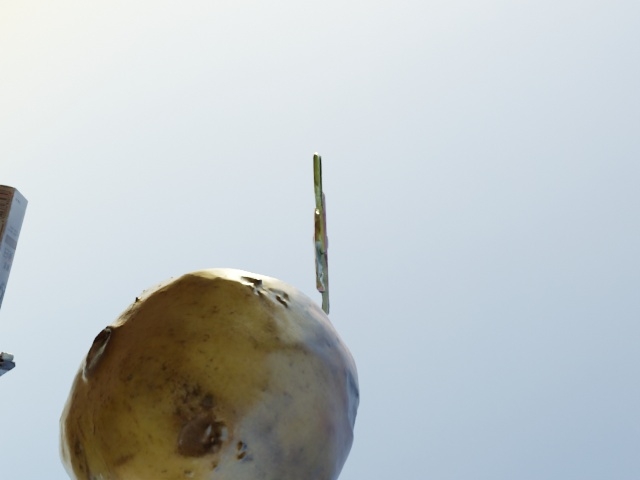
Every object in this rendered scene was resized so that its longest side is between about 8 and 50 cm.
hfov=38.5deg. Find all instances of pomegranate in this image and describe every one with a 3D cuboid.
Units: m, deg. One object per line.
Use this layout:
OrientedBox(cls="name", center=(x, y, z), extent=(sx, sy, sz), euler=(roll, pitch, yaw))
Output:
OrientedBox(cls="pomegranate", center=(-0.103, 0.161, 0.849), extent=(0.281, 0.281, 0.281), euler=(-35, -153, 21))

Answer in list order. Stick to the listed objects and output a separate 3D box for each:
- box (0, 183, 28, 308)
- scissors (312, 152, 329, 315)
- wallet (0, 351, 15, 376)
OrientedBox(cls="box", center=(-0.407, 0.041, 1.115), extent=(0.055, 0.039, 0.218), euler=(93, 6, -76))
OrientedBox(cls="scissors", center=(0.000, 0.000, 1.092), extent=(0.019, 0.134, 0.187), euler=(-4, -128, 1))
OrientedBox(cls="wallet", center=(-0.350, 0.127, 0.757), extent=(0.196, 0.103, 0.020), euler=(-31, -125, 33))
